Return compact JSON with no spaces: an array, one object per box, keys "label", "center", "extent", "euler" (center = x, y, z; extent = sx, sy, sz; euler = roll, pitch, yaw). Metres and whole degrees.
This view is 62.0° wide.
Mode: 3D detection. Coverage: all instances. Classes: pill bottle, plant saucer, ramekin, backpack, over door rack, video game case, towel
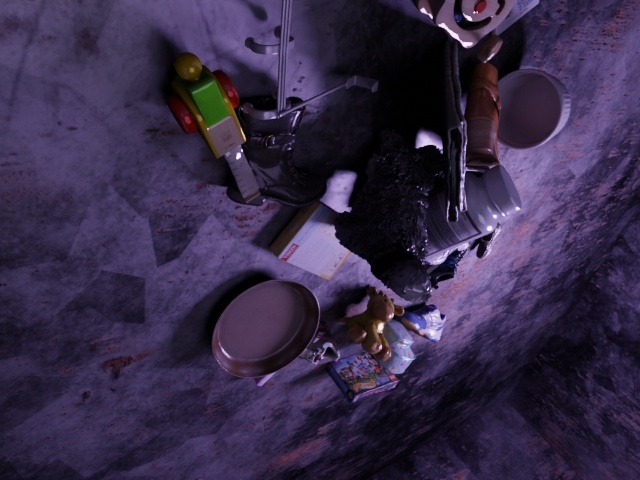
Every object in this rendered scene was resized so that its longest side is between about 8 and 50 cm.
[{"label":"pill bottle","center":[0.362,-0.075,1.433],"extent":[0.319,0.176,0.176],"euler":[-26,153,29]},{"label":"plant saucer","center":[-0.148,0.229,1.430],"extent":[0.311,0.050,0.310],"euler":[-14,122,-24]},{"label":"ramekin","center":[0.560,-0.351,1.422],"extent":[0.109,0.207,0.207],"euler":[-18,138,-43]},{"label":"backpack","center":[0.241,0.362,1.845],"extent":[0.144,0.188,0.166],"euler":[-47,139,18]},{"label":"over door rack","center":[-0.010,-0.364,0.946],"extent":[0.324,0.108,0.239],"euler":[-28,137,-41]},{"label":"video game case","center":[0.451,-0.578,1.234],"extent":[0.143,0.019,0.157],"euler":[-39,144,-5]},{"label":"towel","center":[0.314,-0.246,1.238],"extent":[0.056,0.324,0.312],"euler":[0,143,12]}]

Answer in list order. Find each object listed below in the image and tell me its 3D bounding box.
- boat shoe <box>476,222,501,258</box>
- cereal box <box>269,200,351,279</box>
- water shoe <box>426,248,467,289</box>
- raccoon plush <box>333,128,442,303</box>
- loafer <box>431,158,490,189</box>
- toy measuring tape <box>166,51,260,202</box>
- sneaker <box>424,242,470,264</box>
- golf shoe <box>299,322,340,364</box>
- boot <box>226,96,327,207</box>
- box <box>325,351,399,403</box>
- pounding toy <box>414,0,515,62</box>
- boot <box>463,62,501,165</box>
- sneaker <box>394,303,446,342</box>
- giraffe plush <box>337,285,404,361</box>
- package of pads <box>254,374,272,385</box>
[{"label":"boat shoe","center":[0.604,-0.001,1.948],"extent":[0.049,0.056,0.152],"euler":[2,116,-38]},{"label":"cereal box","center":[0.000,0.000,1.382],"extent":[0.173,0.047,0.240],"euler":[-50,143,8]},{"label":"water shoe","center":[0.455,0.097,1.881],"extent":[0.203,0.080,0.073],"euler":[-39,145,-5]},{"label":"raccoon plush","center":[0.216,-0.071,1.209],"extent":[0.216,0.446,0.299],"euler":[17,105,-28]},{"label":"loafer","center":[0.392,-0.184,1.529],"extent":[0.268,0.084,0.096],"euler":[-18,138,-30]},{"label":"toy measuring tape","center":[-0.187,-0.201,0.952],"extent":[0.121,0.121,0.330],"euler":[-34,147,-11]},{"label":"sneaker","center":[0.408,-0.023,1.707],"extent":[0.235,0.094,0.153],"euler":[-16,132,-27]},{"label":"golf shoe","center":[-0.048,0.308,1.597],"extent":[0.273,0.120,0.105],"euler":[7,124,-45]},{"label":"boot","center":[-0.068,-0.183,1.094],"extent":[0.263,0.091,0.229],"euler":[-7,132,-36]},{"label":"box","center":[0.154,0.488,1.934],"extent":[0.233,0.159,0.044],"euler":[-5,130,-41]},{"label":"pounding toy","center":[0.337,-0.478,1.107],"extent":[0.270,0.155,0.154],"euler":[9,128,-47]},{"label":"boot","center":[0.414,-0.315,1.388],"extent":[0.283,0.109,0.220],"euler":[14,79,-68]},{"label":"sneaker","center":[0.381,0.291,2.018],"extent":[0.296,0.112,0.131],"euler":[31,82,-52]},{"label":"giraffe plush","center":[0.177,0.253,1.703],"extent":[0.181,0.210,0.170],"euler":[37,94,-29]},{"label":"package of pads","center":[-0.171,0.401,1.633],"extent":[0.083,0.050,0.032],"euler":[-44,144,3]}]
